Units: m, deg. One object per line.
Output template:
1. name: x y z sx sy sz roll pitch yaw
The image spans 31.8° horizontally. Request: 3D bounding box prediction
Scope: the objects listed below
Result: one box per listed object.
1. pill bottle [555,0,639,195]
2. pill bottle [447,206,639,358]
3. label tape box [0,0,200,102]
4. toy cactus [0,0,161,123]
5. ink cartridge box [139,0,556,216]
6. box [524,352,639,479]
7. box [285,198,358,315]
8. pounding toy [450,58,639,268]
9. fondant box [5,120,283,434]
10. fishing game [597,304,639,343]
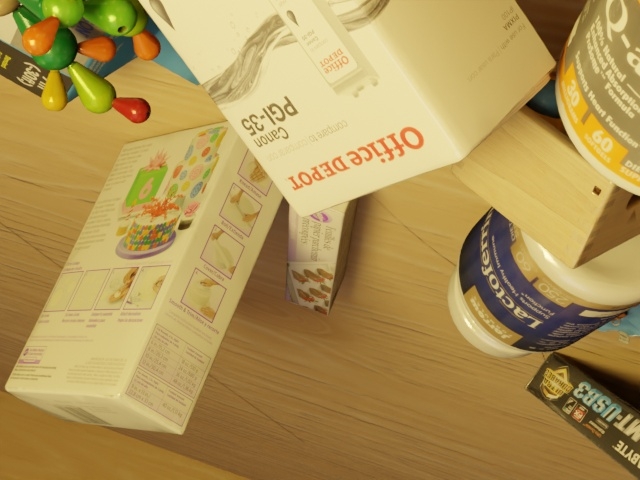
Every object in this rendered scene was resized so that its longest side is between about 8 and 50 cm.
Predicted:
1. pill bottle: 0.247 -0.145 0.646 0.162 0.162 0.278 21 158 4
2. pill bottle: 0.216 0.020 1.053 0.153 0.153 0.265 23 157 -2
3. label tape box: -0.233 -0.222 0.989 0.333 0.106 0.240 29 157 -16
4. toy cactus: -0.219 -0.173 0.846 0.180 0.112 0.219 20 160 20
5. ink cartridge box: -0.008 -0.172 0.761 0.283 0.117 0.207 53 148 -12
6. box: 0.436 0.279 1.385 0.293 0.073 0.295 32 -177 -27
7. box: 0.000 0.000 1.324 0.063 0.067 0.324 20 158 6
8. pounding toy: 0.188 -0.100 0.874 0.206 0.181 0.094 43 136 29
9. fondant box: -0.185 0.037 1.230 0.238 0.330 0.096 -5 147 48
10. fishing game: 0.290 0.063 1.233 0.189 0.041 0.264 37 154 -26
